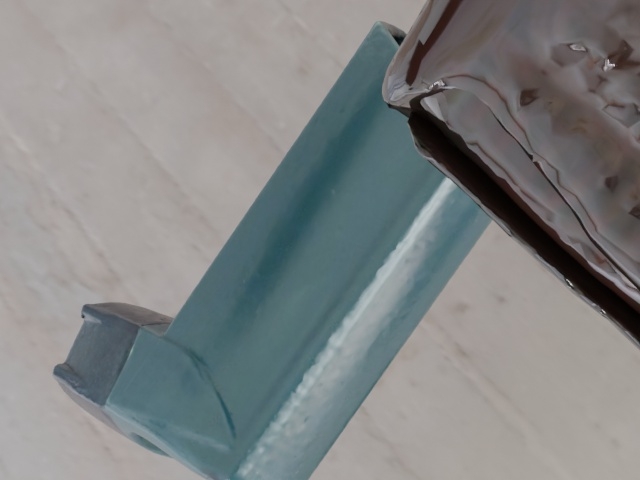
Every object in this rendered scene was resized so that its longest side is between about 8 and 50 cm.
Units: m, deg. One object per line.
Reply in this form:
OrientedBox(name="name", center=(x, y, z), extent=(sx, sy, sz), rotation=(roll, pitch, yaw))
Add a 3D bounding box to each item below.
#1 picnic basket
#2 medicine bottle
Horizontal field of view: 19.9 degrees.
OrientedBox(name="picnic basket", center=(0.130, -0.053, 0.532), extent=(0.222, 0.297, 0.129), rotation=(42, 110, 1))
OrientedBox(name="medicine bottle", center=(0.000, 0.000, 0.770), extent=(0.258, 0.079, 0.124), rotation=(-54, 43, 9))
